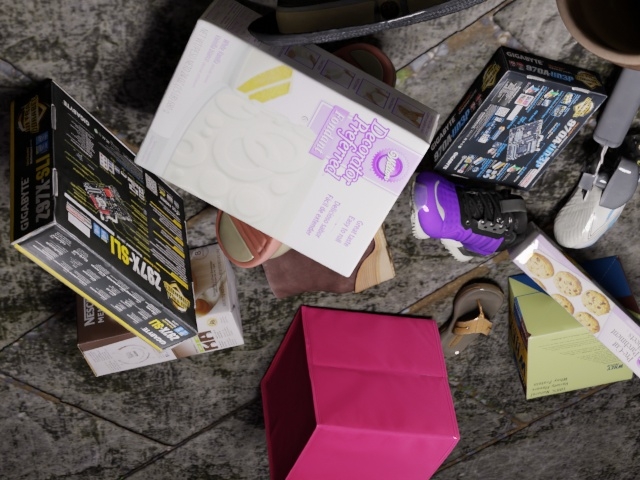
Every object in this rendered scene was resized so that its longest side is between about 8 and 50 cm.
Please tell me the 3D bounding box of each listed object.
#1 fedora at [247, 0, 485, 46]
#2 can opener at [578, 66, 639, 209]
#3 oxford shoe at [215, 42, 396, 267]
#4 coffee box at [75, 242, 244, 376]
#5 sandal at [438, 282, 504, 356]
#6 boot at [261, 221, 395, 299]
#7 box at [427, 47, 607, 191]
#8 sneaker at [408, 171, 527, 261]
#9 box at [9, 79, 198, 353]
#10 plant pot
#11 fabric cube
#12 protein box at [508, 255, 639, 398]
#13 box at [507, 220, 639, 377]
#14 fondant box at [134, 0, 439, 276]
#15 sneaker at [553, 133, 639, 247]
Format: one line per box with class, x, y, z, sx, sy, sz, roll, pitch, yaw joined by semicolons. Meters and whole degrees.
fedora;0.063;-0.339;1.467;0.334;0.334;0.153;-13;108;3
can opener;0.451;-0.165;1.834;0.095;0.076;0.283;20;133;5
oxford shoe;-0.005;-0.127;1.799;0.146;0.140;0.397;-13;150;-52
coffee box;-0.257;0.110;1.994;0.246;0.141;0.098;-13;142;3
sandal;0.264;0.152;2.230;0.090;0.060;0.219;8;138;-22
boot;0.000;0.000;1.959;0.206;0.090;0.248;-9;135;7
box;0.285;-0.172;1.839;0.175;0.051;0.220;10;137;-24
sneaker;0.234;-0.047;1.893;0.146;0.102;0.293;-9;165;24
box;-0.294;-0.029;1.719;0.079;0.257;0.322;-24;140;19
plant pot;0.457;-0.318;1.567;0.263;0.263;0.229;-33;153;26
fabric cube;0.060;0.295;2.206;0.258;0.259;0.254;7;139;-18
protein box;0.444;0.155;2.215;0.199;0.136;0.201;-11;141;0
box;0.434;0.098;2.041;0.324;0.063;0.067;42;104;-19
fondant box;-0.046;-0.134;1.641;0.330;0.096;0.238;28;123;-4
sneaker;0.454;-0.080;1.981;0.086;0.085;0.237;-13;147;-42
